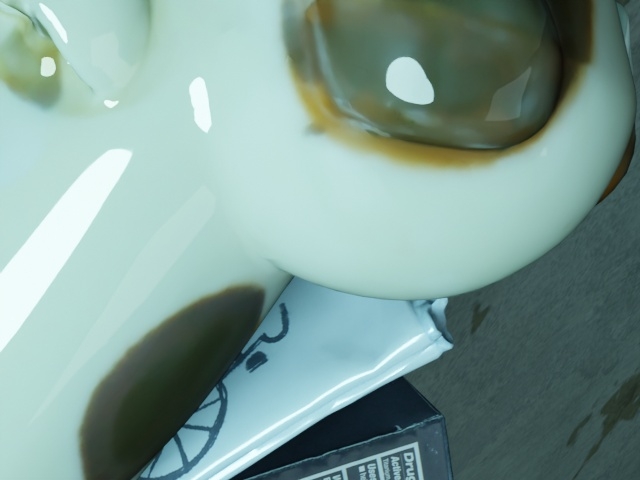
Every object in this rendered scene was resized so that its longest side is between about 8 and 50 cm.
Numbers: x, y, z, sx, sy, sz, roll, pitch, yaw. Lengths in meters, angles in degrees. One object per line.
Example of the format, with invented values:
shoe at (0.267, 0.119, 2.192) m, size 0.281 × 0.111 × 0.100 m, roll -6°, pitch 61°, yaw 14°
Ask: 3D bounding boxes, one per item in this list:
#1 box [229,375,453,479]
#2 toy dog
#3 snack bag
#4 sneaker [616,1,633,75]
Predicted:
box at (-0.057, 0.257, 1.431) m, size 0.294 × 0.183 × 0.296 m, roll -16°, pitch 115°, yaw -14°
toy dog at (-0.075, -0.036, 0.817) m, size 0.408 × 0.395 × 0.284 m, roll -24°, pitch 155°, yaw 14°
snack bag at (-0.113, 0.050, 1.029) m, size 0.342 × 0.323 × 0.037 m, roll -33°, pitch 124°, yaw 6°
sneaker at (0.172, -0.100, 1.745) m, size 0.330 × 0.122 × 0.146 m, roll -49°, pitch 153°, yaw -37°
